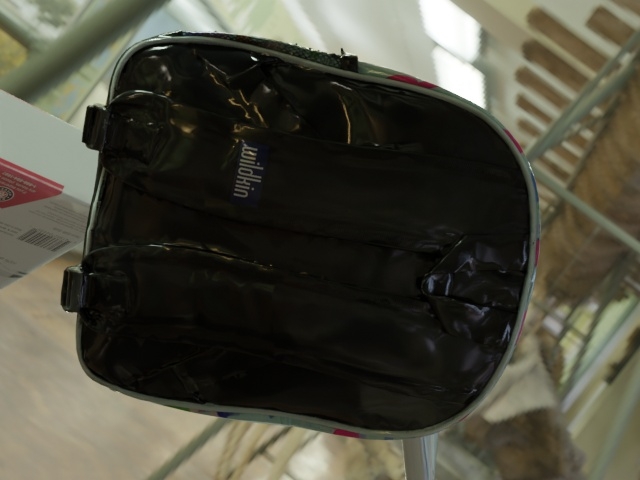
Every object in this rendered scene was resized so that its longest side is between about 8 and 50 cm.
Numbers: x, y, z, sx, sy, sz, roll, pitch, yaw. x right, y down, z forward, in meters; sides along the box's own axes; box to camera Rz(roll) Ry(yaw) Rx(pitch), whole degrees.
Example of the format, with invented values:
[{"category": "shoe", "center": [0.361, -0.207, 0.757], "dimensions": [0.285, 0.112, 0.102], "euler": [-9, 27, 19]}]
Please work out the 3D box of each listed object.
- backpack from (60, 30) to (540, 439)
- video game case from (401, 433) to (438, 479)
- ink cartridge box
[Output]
[{"category": "backpack", "center": [0.000, 0.000, 0.713], "dimensions": [0.254, 0.225, 0.191], "euler": [10, 5, 8]}, {"category": "video game case", "center": [0.101, 0.148, 1.196], "dimensions": [0.183, 0.023, 0.201], "euler": [-76, 162, -54]}, {"category": "ink cartridge box", "center": [-0.311, -0.030, 1.054], "dimensions": [0.158, 0.218, 0.092], "euler": [28, 40, -51]}]
